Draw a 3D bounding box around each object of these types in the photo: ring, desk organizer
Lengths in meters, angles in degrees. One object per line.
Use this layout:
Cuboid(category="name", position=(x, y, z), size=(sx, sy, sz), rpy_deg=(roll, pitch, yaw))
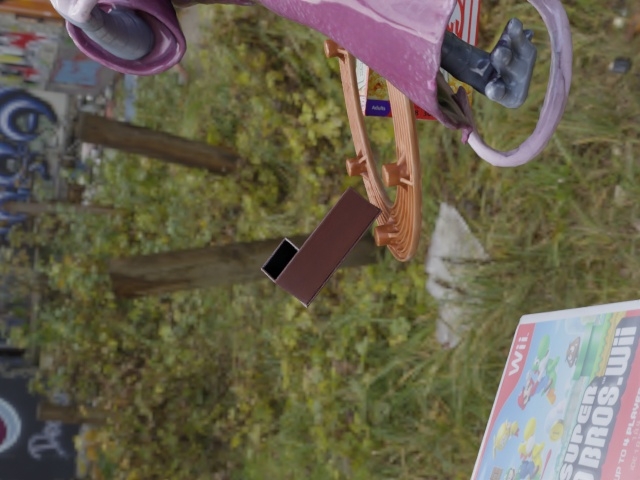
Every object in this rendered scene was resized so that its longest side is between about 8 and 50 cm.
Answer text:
Cuboid(category="ring", position=(0.045, -0.140, 0.939), size=(0.336, 0.032, 0.336), rpy_deg=(169, 90, -84))
Cuboid(category="desk organizer", position=(0.000, 0.000, 0.969), size=(0.130, 0.050, 0.047), rpy_deg=(-52, 31, 1))

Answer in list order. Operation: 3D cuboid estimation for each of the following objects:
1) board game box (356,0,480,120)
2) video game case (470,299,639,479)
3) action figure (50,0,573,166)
Cuboid(category="board game box", position=(0.120, -0.247, 1.133), size=(0.045, 0.147, 0.193), rpy_deg=(-156, 68, -67))
Cuboid(category="video game case", position=(0.180, 0.145, 0.664), size=(0.285, 0.025, 0.204), rpy_deg=(140, 150, -78))
Cuboid(category="action figure", position=(-0.037, -0.206, 0.567), size=(0.370, 0.276, 0.248), rpy_deg=(13, 85, 30))
